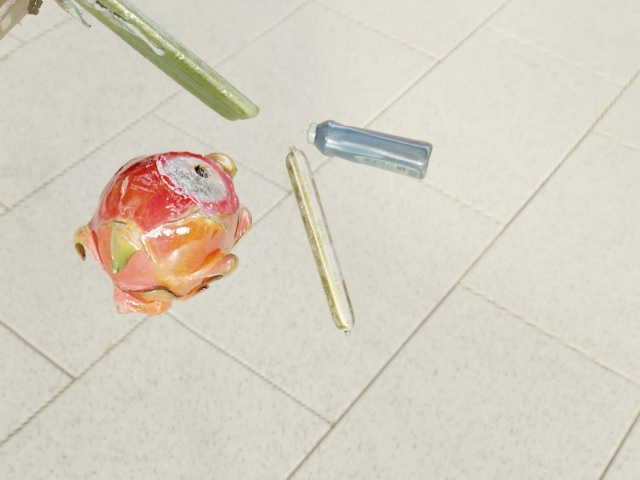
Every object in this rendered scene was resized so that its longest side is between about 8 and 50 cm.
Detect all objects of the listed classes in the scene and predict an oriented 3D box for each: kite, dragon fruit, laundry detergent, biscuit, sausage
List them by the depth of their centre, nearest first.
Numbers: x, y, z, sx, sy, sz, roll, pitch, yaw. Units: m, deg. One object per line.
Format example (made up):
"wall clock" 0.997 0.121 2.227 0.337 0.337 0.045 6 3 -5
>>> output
"kite" -0.252 -0.237 0.725 0.314 0.335 0.011 35 88 8
"sausage" 0.000 0.000 1.207 0.033 0.033 0.269 -17 92 -19
"dragon fruit" -0.211 -0.013 1.262 0.224 0.227 0.224 25 43 -25
"biscuit" -0.221 -0.267 1.307 0.099 0.322 0.038 12 68 57
"laundry detergent" 0.071 -0.147 1.438 0.206 0.061 0.096 14 6 3

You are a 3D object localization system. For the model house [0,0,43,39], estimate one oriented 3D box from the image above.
"model house" -0.517 -0.462 1.518 0.176 0.181 0.248 24 67 14
